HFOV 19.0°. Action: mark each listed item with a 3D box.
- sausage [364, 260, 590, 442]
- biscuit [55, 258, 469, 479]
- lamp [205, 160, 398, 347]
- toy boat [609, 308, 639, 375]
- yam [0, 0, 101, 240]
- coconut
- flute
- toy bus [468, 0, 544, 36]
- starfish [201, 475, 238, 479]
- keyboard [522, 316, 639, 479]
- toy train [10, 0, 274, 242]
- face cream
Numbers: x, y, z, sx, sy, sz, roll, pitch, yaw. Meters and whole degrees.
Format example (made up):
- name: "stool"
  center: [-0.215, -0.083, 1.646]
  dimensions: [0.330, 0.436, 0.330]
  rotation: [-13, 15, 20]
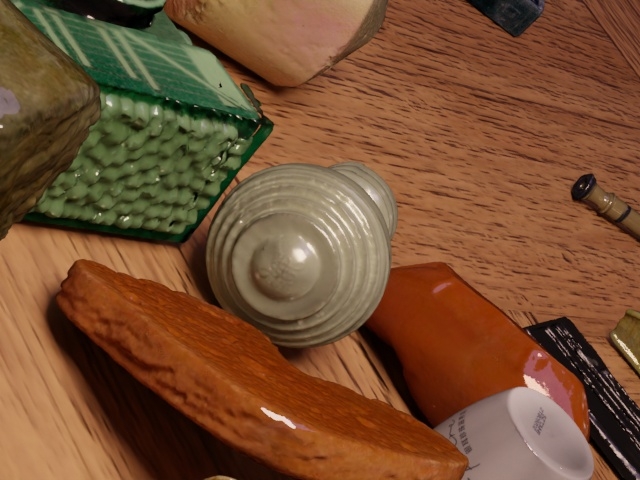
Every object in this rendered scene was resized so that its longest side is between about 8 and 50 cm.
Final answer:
- name: "sausage"
  center: [0.093, 0.076, 1.152]
  dimensions: [0.179, 0.089, 0.089]
  rotation: [46, 25, 24]
- name: "biscuit"
  center: [-0.027, 0.077, 0.979]
  dimensions: [0.192, 0.036, 0.186]
  rotation: [34, 11, 37]
- name: "lamp"
  center: [0.000, 0.000, 1.122]
  dimensions: [0.106, 0.106, 0.193]
  rotation: [45, 18, 3]
- name: "toy boat"
  center: [0.269, 0.119, 1.360]
  dimensions: [0.066, 0.065, 0.172]
  rotation: [-9, 52, -34]
- name: "yam"
  center: [-0.246, -0.086, 0.803]
  dimensions: [0.300, 0.195, 0.195]
  rotation: [44, 27, 1]
- name: "coconut"
  center: [-0.021, -0.182, 1.306]
  dimensions: [0.153, 0.147, 0.147]
  rotation: [26, 32, -27]
- name: "flute"
  center: [0.302, 0.013, 1.593]
  dimensions: [0.233, 0.027, 0.027]
  rotation: [32, 29, -22]
- name: "toy bus"
  center: [0.129, -0.252, 1.712]
  dimensions: [0.166, 0.047, 0.065]
  rotation: [34, 32, -20]
- name: "starfish"
  center: [-0.012, 0.177, 0.868]
  dimensions: [0.146, 0.074, 0.190]
  rotation: [32, 24, -20]
- name: "keyboard"
  center: [0.223, 0.153, 1.293]
  dimensions: [0.250, 0.017, 0.087]
  rotation: [52, 27, 15]
- name: "toy train"
  center: [-0.155, -0.095, 1.020]
  dimensions: [0.269, 0.115, 0.154]
  rotation: [10, 36, -49]
- name: "face cream"
  center: [0.096, 0.134, 1.056]
  dimensions: [0.091, 0.095, 0.091]
  rotation: [34, 29, -21]
